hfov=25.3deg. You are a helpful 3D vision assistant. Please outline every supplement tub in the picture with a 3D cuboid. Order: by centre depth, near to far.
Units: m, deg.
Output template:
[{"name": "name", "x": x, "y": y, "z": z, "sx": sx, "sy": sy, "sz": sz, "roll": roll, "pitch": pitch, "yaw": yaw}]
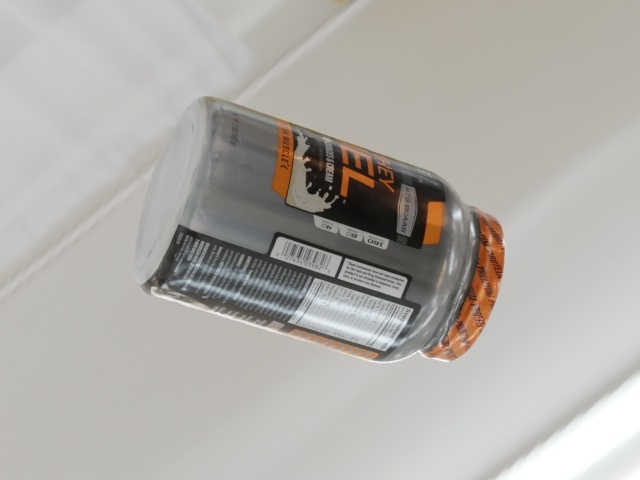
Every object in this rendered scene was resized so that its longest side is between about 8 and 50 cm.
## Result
[{"name": "supplement tub", "x": 0.000, "y": 0.000, "z": 1.339, "sx": 0.193, "sy": 0.316, "sz": 0.193, "roll": -162, "pitch": -90, "yaw": -72}]
